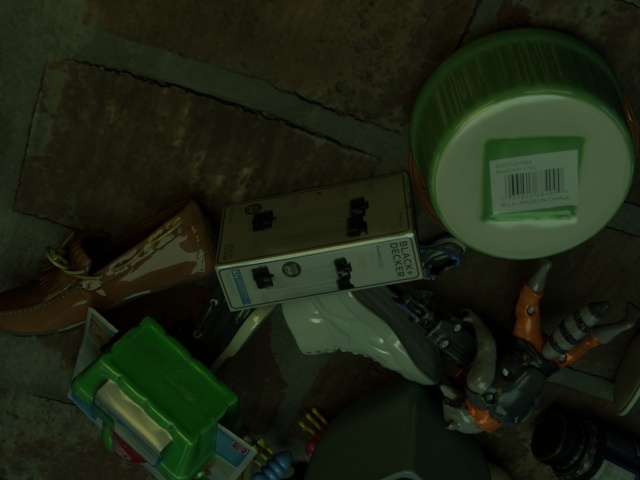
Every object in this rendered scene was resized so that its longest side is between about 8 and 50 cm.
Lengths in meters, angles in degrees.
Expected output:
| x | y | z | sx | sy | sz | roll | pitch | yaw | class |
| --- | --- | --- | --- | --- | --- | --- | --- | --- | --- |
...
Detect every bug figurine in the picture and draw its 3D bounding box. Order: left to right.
| x | y | z | sx | sy | sz | roll | pitch | yaw | class |
| --- | --- | --- | --- | --- | --- | --- | --- | --- | --- |
| -0.005 | 0.432 | 1.758 | 0.216 | 0.072 | 0.279 | -47 | 120 | -22 | bug figurine |

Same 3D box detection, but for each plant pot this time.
| x | y | z | sx | sy | sz | roll | pitch | yaw | class |
| --- | --- | --- | --- | --- | --- | --- | --- | --- | --- |
| 0.137 | 0.380 | 1.667 | 0.247 | 0.252 | 0.248 | -29 | 122 | 32 | plant pot |

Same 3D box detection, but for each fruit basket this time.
| x | y | z | sx | sy | sz | roll | pitch | yaw | class |
| --- | --- | --- | --- | --- | --- | --- | --- | --- | --- |
| -0.272 | 0.290 | 1.552 | 0.327 | 0.165 | 0.353 | 41 | 139 | 6 | fruit basket |

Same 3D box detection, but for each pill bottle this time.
| x | y | z | sx | sy | sz | roll | pitch | yaw | class |
| --- | --- | --- | --- | --- | --- | --- | --- | --- | --- |
| 0.488 | 0.387 | 1.762 | 0.219 | 0.123 | 0.123 | 28 | 121 | -18 | pill bottle |

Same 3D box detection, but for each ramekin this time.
| x | y | z | sx | sy | sz | roll | pitch | yaw | class |
| --- | --- | --- | --- | --- | --- | --- | --- | --- | --- |
| 0.277 | -0.119 | 1.349 | 0.303 | 0.148 | 0.303 | 0 | 126 | 0 | ramekin |

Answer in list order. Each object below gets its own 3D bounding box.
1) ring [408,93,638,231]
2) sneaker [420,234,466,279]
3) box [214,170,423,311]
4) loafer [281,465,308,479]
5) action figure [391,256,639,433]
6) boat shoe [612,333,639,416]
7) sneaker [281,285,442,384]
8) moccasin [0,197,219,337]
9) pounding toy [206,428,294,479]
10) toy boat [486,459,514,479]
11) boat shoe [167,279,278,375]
| x | y | z | sx | sy | sz | roll | pitch | yaw | class |
| --- | --- | --- | --- | --- | --- | --- | --- | --- | --- |
| 0.298 | -0.118 | 1.460 | 0.336 | 0.032 | 0.337 | 0 | 125 | 0 | ring |
| 0.161 | 0.035 | 1.547 | 0.135 | 0.058 | 0.052 | -23 | 122 | 26 | sneaker |
| 0.000 | 0.000 | 1.460 | 0.290 | 0.169 | 0.087 | -11 | 125 | 7 | box |
| -0.007 | 0.499 | 1.870 | 0.061 | 0.062 | 0.170 | -30 | 97 | 45 | loafer |
| 0.285 | 0.165 | 1.543 | 0.341 | 0.178 | 0.330 | 30 | 108 | -22 | action figure |
| 0.575 | 0.163 | 1.611 | 0.095 | 0.112 | 0.335 | 12 | 121 | -3 | boat shoe |
| 0.063 | 0.153 | 1.622 | 0.169 | 0.108 | 0.292 | -23 | 127 | 32 | sneaker |
| -0.340 | 0.039 | 1.509 | 0.380 | 0.139 | 0.147 | -18 | 117 | 16 | moccasin |
| -0.154 | 0.390 | 1.790 | 0.206 | 0.094 | 0.181 | 3 | 121 | -13 | pounding toy |
| 0.209 | 0.496 | 1.844 | 0.318 | 0.148 | 0.267 | -16 | 129 | 2 | toy boat |
| -0.194 | 0.165 | 1.614 | 0.113 | 0.127 | 0.340 | 44 | 134 | 2 | boat shoe |
